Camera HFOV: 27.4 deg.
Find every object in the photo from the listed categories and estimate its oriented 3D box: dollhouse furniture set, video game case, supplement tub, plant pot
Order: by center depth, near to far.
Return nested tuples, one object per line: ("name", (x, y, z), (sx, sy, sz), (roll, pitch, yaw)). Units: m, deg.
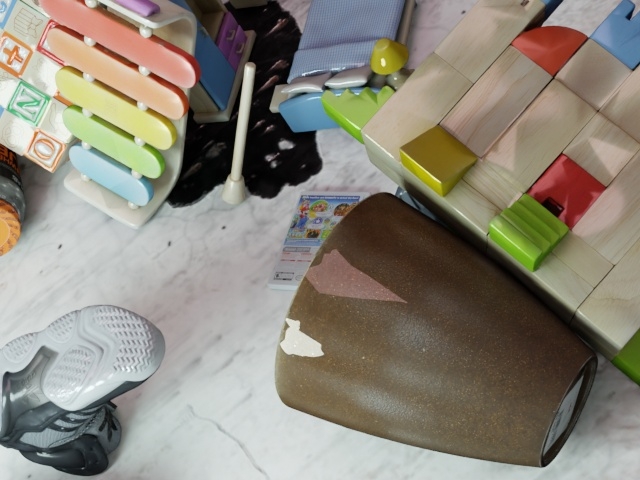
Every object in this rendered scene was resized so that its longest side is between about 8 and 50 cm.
("plant pot", (0.114, 0.101, 1.147), (0.230, 0.215, 0.215), (26, 70, 23))
("video game case", (0.000, 0.000, 1.392), (0.087, 0.011, 0.122), (2, 58, 30))
("dollhouse furniture set", (-0.029, -0.296, 1.504), (0.303, 0.198, 0.286), (-2, 56, 26))
("supplement tub", (-0.424, -0.071, 1.599), (0.117, 0.117, 0.190), (-29, 49, 6))

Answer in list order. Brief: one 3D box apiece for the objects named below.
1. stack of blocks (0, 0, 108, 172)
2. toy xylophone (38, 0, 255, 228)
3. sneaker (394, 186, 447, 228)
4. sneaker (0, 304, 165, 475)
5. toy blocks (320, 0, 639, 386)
("stack of blocks", (-0.312, -0.253, 1.547), (0.297, 0.171, 0.087), (-59, 1, 22))
("toy xylophone", (-0.188, -0.149, 1.429), (0.236, 0.322, 0.081), (24, 46, 22))
("sneaker", (0.215, -0.098, 1.306), (0.319, 0.112, 0.131), (-23, 32, 7))
("sneaker", (-0.230, 0.153, 1.298), (0.269, 0.153, 0.101), (-19, 48, 30))
("toy blocks", (0.231, -0.089, 1.151), (0.381, 0.191, 0.261), (41, 85, 13))
